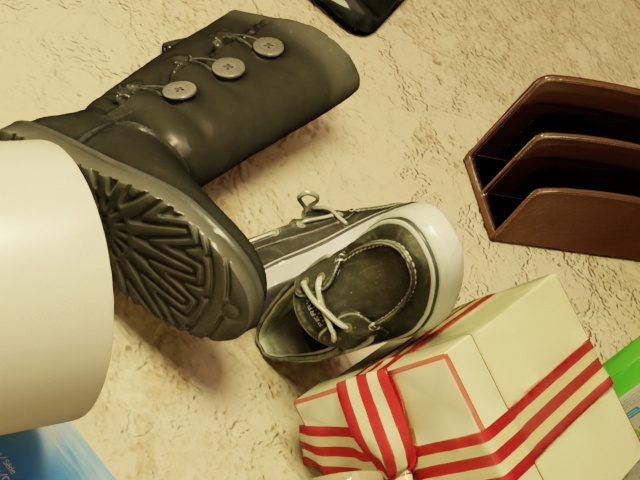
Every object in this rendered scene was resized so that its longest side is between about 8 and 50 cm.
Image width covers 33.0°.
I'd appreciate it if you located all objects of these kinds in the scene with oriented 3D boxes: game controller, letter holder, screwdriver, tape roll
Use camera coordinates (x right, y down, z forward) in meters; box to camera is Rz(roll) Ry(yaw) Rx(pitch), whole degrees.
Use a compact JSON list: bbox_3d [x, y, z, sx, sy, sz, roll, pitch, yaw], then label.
[{"bbox_3d":[0.075,-0.445,1.741,0.166,0.067,0.319,48,44,-11],"label":"game controller"},{"bbox_3d":[0.401,-0.103,1.555,0.302,0.214,0.152,7,53,-28],"label":"letter holder"},{"bbox_3d":[-0.151,-0.276,1.482,0.170,0.024,0.025,-27,102,-44],"label":"screwdriver"},{"bbox_3d":[-0.296,0.042,0.876,0.169,0.246,0.246,-6,60,-36],"label":"tape roll"}]

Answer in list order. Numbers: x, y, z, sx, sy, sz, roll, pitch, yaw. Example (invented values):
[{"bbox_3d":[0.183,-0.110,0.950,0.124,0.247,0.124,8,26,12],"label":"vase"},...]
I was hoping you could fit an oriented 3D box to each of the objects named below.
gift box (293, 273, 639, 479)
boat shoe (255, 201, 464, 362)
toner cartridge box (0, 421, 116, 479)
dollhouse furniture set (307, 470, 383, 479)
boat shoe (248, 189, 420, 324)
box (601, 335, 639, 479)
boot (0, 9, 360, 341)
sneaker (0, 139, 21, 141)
[{"bbox_3d":[0.140,0.216,1.125,0.258,0.276,0.255,-28,86,-46],"label":"gift box"},{"bbox_3d":[0.030,0.070,1.117,0.119,0.335,0.121,-20,76,-30],"label":"boat shoe"},{"bbox_3d":[-0.296,0.215,0.965,0.348,0.075,0.165,48,44,10],"label":"toner cartridge box"},{"bbox_3d":[0.065,0.348,0.800,0.394,0.256,0.362,-5,68,-8],"label":"dollhouse furniture set"},{"bbox_3d":[-0.001,0.003,1.297,0.306,0.113,0.105,-25,65,-26],"label":"boat shoe"},{"bbox_3d":[0.415,0.243,1.260,0.231,0.262,0.127,37,45,0],"label":"box"},{"bbox_3d":[-0.096,-0.105,1.255,0.367,0.146,0.445,34,40,18],"label":"boot"},{"bbox_3d":[-0.409,-0.029,1.074,0.319,0.131,0.112,5,56,0],"label":"sneaker"}]
